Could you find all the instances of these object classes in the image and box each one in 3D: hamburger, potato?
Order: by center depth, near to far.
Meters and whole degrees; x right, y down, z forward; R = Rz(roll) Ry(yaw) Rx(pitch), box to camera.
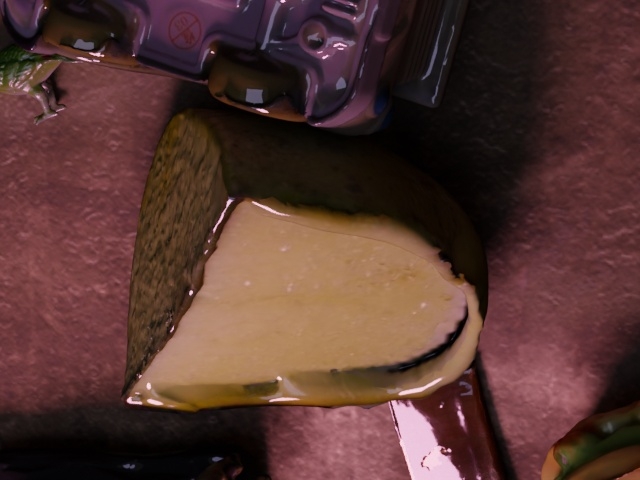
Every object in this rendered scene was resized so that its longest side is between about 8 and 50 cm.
[{"bbox_3d":[0.000,0.000,1.437,0.280,0.212,0.330,10,143,-16],"label":"potato"},{"bbox_3d":[0.297,0.232,1.465,0.237,0.149,0.237,5,126,7],"label":"hamburger"}]

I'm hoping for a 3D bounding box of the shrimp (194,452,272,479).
[{"bbox_3d":[-0.201,0.320,1.614,0.221,0.110,0.446,49,126,-3],"label":"shrimp"}]

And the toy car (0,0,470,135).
[{"bbox_3d":[-0.059,-0.231,1.338,0.336,0.226,0.242,19,101,25],"label":"toy car"}]

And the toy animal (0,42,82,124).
[{"bbox_3d":[-0.233,-0.146,1.509,0.217,0.041,0.075,-2,113,13],"label":"toy animal"}]

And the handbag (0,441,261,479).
[{"bbox_3d":[-0.191,0.292,1.683,0.332,0.075,0.191,-4,114,17],"label":"handbag"}]

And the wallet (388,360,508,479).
[{"bbox_3d":[0.125,0.199,1.573,0.095,0.026,0.176,-13,111,16],"label":"wallet"}]
